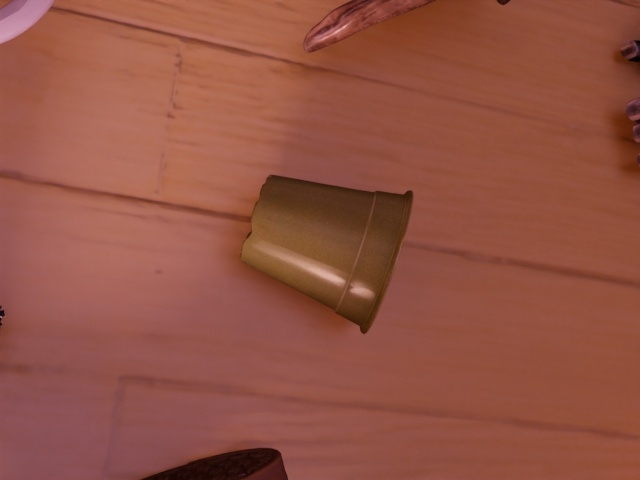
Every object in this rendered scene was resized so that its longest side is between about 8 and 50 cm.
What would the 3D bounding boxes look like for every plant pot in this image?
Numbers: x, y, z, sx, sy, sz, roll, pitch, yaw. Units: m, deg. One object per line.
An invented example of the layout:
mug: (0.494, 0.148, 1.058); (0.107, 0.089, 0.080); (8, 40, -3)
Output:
plant pot: (0.000, 0.000, 0.453); (0.079, 0.083, 0.083); (18, 76, -3)

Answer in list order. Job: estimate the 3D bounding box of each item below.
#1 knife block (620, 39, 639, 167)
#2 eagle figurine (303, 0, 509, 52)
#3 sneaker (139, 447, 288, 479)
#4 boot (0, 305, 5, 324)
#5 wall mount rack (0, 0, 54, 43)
knife block: (0.350, -0.094, 0.571); (0.275, 0.088, 0.242); (38, 73, -10)
eagle figurine: (0.062, -0.286, 0.433); (0.226, 0.225, 0.298); (-19, 88, -19)
sneaker: (-0.099, 0.173, 0.401); (0.192, 0.064, 0.086); (-17, 95, -19)
boot: (-0.262, 0.113, 0.336); (0.207, 0.094, 0.246); (17, 71, -11)
wall mount rack: (-0.158, -0.270, 0.333); (0.304, 0.130, 0.350); (-25, 88, -24)
